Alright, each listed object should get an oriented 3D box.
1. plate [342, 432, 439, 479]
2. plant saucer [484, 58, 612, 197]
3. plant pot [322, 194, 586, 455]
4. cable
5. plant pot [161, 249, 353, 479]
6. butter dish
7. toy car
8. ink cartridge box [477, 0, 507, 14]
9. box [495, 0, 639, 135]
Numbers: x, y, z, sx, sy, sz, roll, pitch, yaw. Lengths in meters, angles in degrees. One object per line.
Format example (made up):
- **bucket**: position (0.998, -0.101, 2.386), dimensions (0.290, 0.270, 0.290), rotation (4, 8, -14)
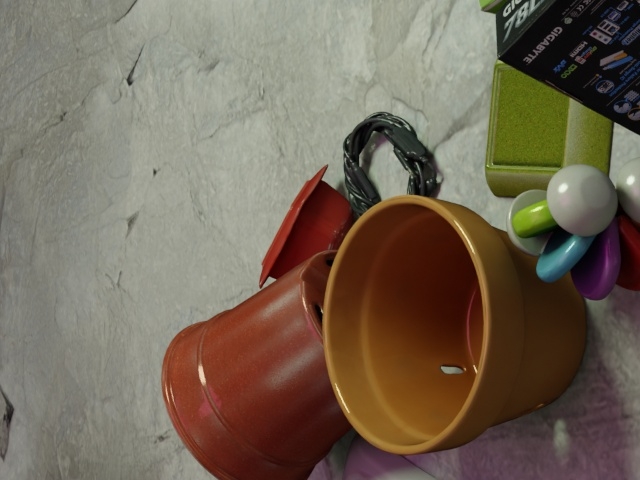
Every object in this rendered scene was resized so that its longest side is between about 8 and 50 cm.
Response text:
- **plate**: position (0.087, 0.427, 1.749), dimensions (0.278, 0.045, 0.277), rotation (26, 108, 52)
- **plant saucer**: position (0.260, -0.143, 1.565), dimensions (0.188, 0.045, 0.188), rotation (7, 92, 54)
- **plant pot**: position (0.166, 0.098, 1.537), dimensions (0.291, 0.203, 0.291), rotation (-6, 82, 53)
- **cable**: position (0.088, -0.090, 1.805), dimensions (0.184, 0.047, 0.151), rotation (48, 129, 41)
- **plant pot**: position (-0.026, 0.162, 1.769), dimensions (0.265, 0.272, 0.272), rotation (-40, 55, 35)
- **butter dish**: position (0.000, 0.000, 1.860), dimensions (0.160, 0.118, 0.160), rotation (-61, -1, 29)
- **toy car**: position (0.293, -0.005, 1.400), dimensions (0.159, 0.182, 0.136), rotation (144, 117, -68)
- **ink cartridge box**: position (0.191, -0.361, 1.502), dimensions (0.097, 0.255, 0.189), rotation (-34, 60, 48)
- **box**: position (0.363, -0.216, 1.223), dimensions (0.295, 0.293, 0.073), rotation (-47, 29, 42)
